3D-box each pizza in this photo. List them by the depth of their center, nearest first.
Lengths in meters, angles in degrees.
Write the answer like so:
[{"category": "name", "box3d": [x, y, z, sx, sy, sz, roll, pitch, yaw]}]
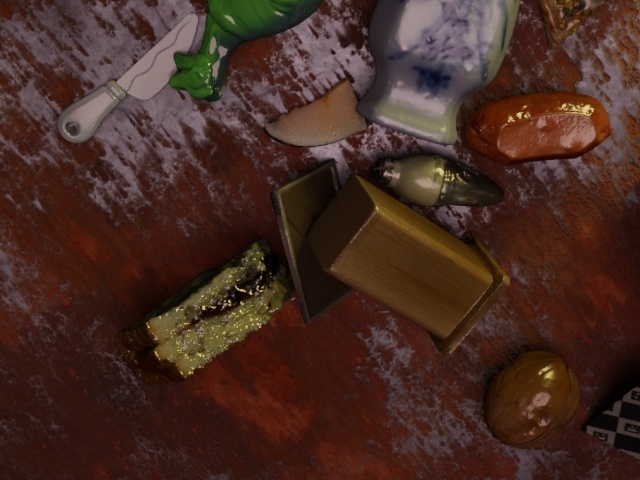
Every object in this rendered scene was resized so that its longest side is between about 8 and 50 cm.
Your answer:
[{"category": "pizza", "box3d": [0.429, -0.429, 1.774, 0.184, 0.036, 0.176, 23, 106, -6]}]

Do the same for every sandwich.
[{"category": "sandwich", "box3d": [-0.194, 0.125, 1.803, 0.325, 0.262, 0.131, -34, 95, -24]}]

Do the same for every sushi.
[{"category": "sushi", "box3d": [0.699, 0.354, 1.943, 0.292, 0.059, 0.294, 28, 144, -3]}]

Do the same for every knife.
[{"category": "knife", "box3d": [-0.338, -0.287, 1.822, 0.331, 0.044, 0.080, -36, 104, 7]}]

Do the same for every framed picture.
[{"category": "framed picture", "box3d": [0.000, 0.000, 1.838, 0.023, 0.189, 0.260, -1, 111, 38]}]

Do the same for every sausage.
[{"category": "sausage", "box3d": [0.388, -0.204, 1.795, 0.258, 0.133, 0.133, -7, 107, -1]}]

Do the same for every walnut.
[{"category": "walnut", "box3d": [0.406, 0.310, 1.934, 0.167, 0.167, 0.207, 37, 105, -10]}]

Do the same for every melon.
[{"category": "melon", "box3d": [-0.007, -0.213, 1.834, 0.182, 0.054, 0.098, -28, 99, 8]}]

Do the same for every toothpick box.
[{"category": "toothpick box", "box3d": [0.149, 0.034, 1.791, 0.308, 0.190, 0.187, 30, 107, -27]}]

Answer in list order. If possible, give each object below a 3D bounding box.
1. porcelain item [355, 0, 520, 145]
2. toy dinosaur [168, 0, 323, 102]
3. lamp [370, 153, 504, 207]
[{"category": "porcelain item", "box3d": [0.214, -0.379, 1.715, 0.242, 0.178, 0.405, 18, 106, -6]}, {"category": "toy dinosaur", "box3d": [-0.028, -0.381, 1.667, 0.499, 0.144, 0.375, 18, 100, 25]}, {"category": "lamp", "box3d": [0.217, -0.106, 1.840, 0.250, 0.101, 0.101, 11, 107, -11]}]
